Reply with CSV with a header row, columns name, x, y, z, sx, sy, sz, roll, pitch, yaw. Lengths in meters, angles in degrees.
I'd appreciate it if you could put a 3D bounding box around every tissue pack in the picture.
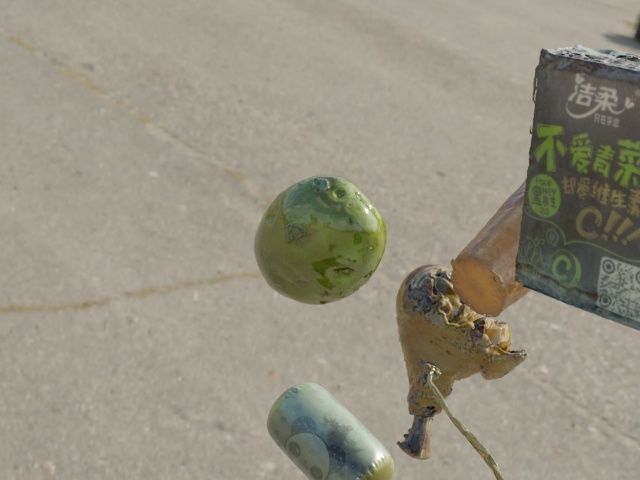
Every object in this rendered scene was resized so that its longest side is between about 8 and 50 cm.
name,x,y,z,sx,sy,sz,roll,pitch,yaw
tissue pack,0.268,-0.046,0.980,0.073,0.236,0.173,-15,26,-40

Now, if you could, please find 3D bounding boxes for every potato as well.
name,x,y,z,sx,sy,sz,roll,pitch,yaw
potato,0.000,0.000,1.615,0.186,0.253,0.149,36,58,-22

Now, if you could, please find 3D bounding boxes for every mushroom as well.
name,x,y,z,sx,sy,sz,roll,pitch,yaw
mushroom,0.215,0.281,1.589,0.028,0.026,0.286,-26,44,-4

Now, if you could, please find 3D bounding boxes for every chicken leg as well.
name,x,y,z,sx,sy,sz,roll,pitch,yaw
chicken leg,0.277,0.262,2.275,0.295,0.410,0.182,11,-8,13

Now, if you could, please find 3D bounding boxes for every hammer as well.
name,x,y,z,sx,sy,sz,roll,pitch,yaw
hammer,0.004,0.355,1.642,0.113,0.305,0.202,-31,61,-27

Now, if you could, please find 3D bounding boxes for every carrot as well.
name,x,y,z,sx,sy,sz,roll,pitch,yaw
carrot,0.373,0.005,2.069,0.254,0.196,0.196,-34,45,-24
